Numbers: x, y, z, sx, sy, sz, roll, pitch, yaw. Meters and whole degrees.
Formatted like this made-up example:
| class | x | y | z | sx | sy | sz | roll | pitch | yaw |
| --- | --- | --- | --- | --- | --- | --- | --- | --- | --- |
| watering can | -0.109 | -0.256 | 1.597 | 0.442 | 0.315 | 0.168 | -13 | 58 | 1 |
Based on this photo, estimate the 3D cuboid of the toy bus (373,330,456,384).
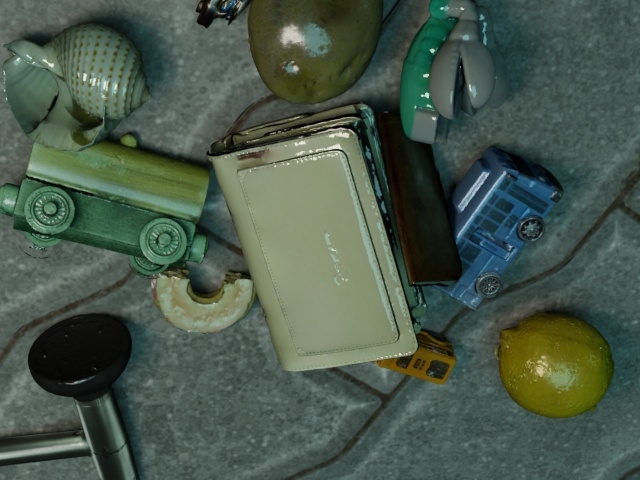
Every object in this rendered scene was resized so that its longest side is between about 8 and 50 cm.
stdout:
| class | x | y | z | sx | sy | sz | roll | pitch | yaw |
| --- | --- | --- | --- | --- | --- | --- | --- | --- | --- |
| toy bus | 0.136 | 0.179 | 1.685 | 0.162 | 0.074 | 0.070 | 19 | 112 | -18 |

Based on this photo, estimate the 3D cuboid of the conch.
| class | x | y | z | sx | sy | sz | roll | pitch | yaw |
| --- | --- | --- | --- | --- | --- | --- | --- | --- | --- |
| conch | -0.322 | -0.215 | 1.402 | 0.200 | 0.131 | 0.172 | 26 | 114 | 21 |

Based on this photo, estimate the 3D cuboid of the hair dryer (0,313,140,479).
| class | x | y | z | sx | sy | sz | roll | pitch | yaw |
| --- | --- | --- | --- | --- | --- | --- | --- | --- | --- |
| hair dryer | -0.428 | 0.292 | 1.608 | 0.284 | 0.156 | 0.320 | -8 | 124 | -17 |

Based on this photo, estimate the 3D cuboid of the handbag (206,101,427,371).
| class | x | y | z | sx | sy | sz | roll | pitch | yaw |
| --- | --- | --- | --- | --- | --- | --- | --- | --- | --- |
| handbag | 0.000 | 0.000 | 1.515 | 0.236 | 0.160 | 0.359 | -12 | 110 | 14 |

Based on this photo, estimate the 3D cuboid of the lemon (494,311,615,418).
| class | x | y | z | sx | sy | sz | roll | pitch | yaw |
| --- | --- | --- | --- | --- | --- | --- | --- | --- | --- |
| lemon | 0.378 | 0.201 | 1.682 | 0.206 | 0.173 | 0.174 | 24 | 109 | -5 |

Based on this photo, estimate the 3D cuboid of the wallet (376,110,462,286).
| class | x | y | z | sx | sy | sz | roll | pitch | yaw |
| --- | --- | --- | --- | --- | --- | --- | --- | --- | --- |
| wallet | 0.144 | -0.057 | 1.499 | 0.031 | 0.137 | 0.255 | -17 | 78 | 35 |

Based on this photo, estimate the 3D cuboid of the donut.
| class | x | y | z | sx | sy | sz | roll | pitch | yaw |
| --- | --- | --- | --- | --- | --- | --- | --- | --- | --- |
| donut | -0.182 | 0.087 | 1.596 | 0.165 | 0.065 | 0.108 | 6 | 112 | -13 |

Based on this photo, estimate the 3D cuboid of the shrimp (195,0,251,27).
| class | x | y | z | sx | sy | sz | roll | pitch | yaw |
| --- | --- | --- | --- | --- | --- | --- | --- | --- | --- |
| shrimp | -0.147 | -0.432 | 1.367 | 0.222 | 0.054 | 0.290 | 17 | 107 | -17 |

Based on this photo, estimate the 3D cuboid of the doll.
| class | x | y | z | sx | sy | sz | roll | pitch | yaw |
| --- | --- | --- | --- | --- | --- | --- | --- | --- | --- |
| doll | 0.188 | -0.255 | 1.435 | 0.153 | 0.195 | 0.258 | 15 | 129 | 25 |

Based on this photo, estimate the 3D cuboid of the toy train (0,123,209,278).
| class | x | y | z | sx | sy | sz | roll | pitch | yaw |
| --- | --- | --- | --- | --- | --- | --- | --- | --- | --- |
| toy train | -0.304 | -0.057 | 1.488 | 0.307 | 0.126 | 0.190 | 15 | 67 | -15 |

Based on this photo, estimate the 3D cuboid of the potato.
| class | x | y | z | sx | sy | sz | roll | pitch | yaw |
| --- | --- | --- | --- | --- | --- | --- | --- | --- | --- |
| potato | -0.003 | -0.300 | 1.402 | 0.178 | 0.160 | 0.235 | 26 | 97 | -53 |

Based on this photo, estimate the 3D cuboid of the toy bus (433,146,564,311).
| class | x | y | z | sx | sy | sz | roll | pitch | yaw |
| --- | --- | --- | --- | --- | --- | --- | --- | --- | --- |
| toy bus | 0.252 | -0.025 | 1.588 | 0.133 | 0.116 | 0.234 | 28 | 109 | -16 |
